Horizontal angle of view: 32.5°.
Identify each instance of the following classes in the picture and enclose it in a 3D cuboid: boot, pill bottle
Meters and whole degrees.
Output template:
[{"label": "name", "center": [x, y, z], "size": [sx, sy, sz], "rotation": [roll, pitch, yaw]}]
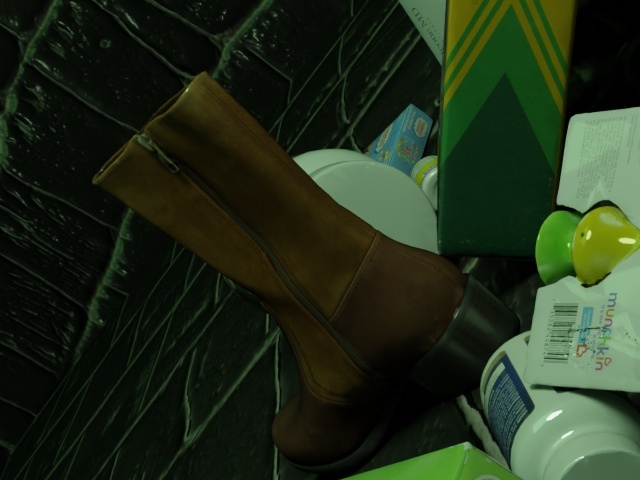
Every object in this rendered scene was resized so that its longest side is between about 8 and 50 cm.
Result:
[{"label": "boot", "center": [-0.045, 0.041, 0.776], "size": [0.264, 0.280, 0.096], "rotation": [-38, 21, 53]}, {"label": "pill bottle", "center": [0.000, 0.000, 0.987], "size": [0.162, 0.162, 0.278], "rotation": [-56, 12, -6]}, {"label": "pill bottle", "center": [0.107, -0.054, 1.005], "size": [0.043, 0.043, 0.083], "rotation": [-53, 12, 8]}, {"label": "pill bottle", "center": [0.120, 0.094, 0.525], "size": [0.067, 0.067, 0.120], "rotation": [-52, 13, 12]}]

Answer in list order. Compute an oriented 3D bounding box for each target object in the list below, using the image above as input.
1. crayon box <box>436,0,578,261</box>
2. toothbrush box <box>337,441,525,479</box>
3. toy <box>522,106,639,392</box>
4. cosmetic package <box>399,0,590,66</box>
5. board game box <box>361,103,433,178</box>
[{"label": "crayon box", "center": [0.128, -0.175, 0.759], "size": [0.203, 0.083, 0.323], "rotation": [-78, -10, -61]}, {"label": "toothbrush box", "center": [0.002, 0.246, 0.445], "size": [0.206, 0.122, 0.283], "rotation": [-35, 25, 57]}, {"label": "toy", "center": [0.197, 0.004, 0.448], "size": [0.237, 0.056, 0.137], "rotation": [-2, 70, 49]}, {"label": "cosmetic package", "center": [0.154, -0.288, 0.956], "size": [0.138, 0.224, 0.224], "rotation": [-35, 3, -24]}, {"label": "board game box", "center": [0.036, -0.039, 1.237], "size": [0.211, 0.039, 0.160], "rotation": [-45, 16, 41]}]
